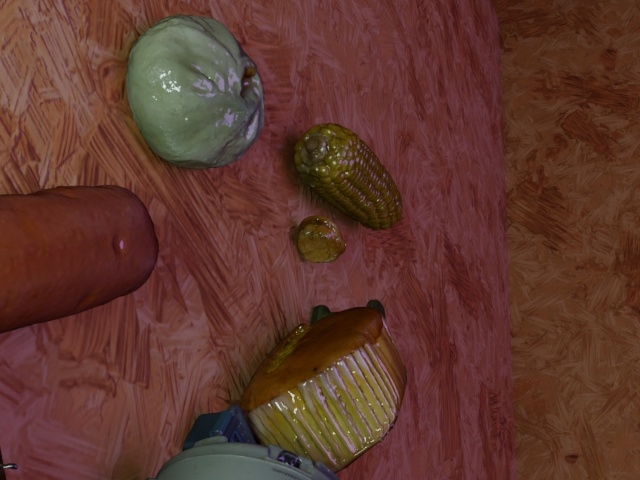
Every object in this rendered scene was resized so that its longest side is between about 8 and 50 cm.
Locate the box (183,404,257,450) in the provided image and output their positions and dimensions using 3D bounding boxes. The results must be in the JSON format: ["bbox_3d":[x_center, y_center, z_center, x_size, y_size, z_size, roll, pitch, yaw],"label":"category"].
[{"bbox_3d":[-0.116,0.250,0.964,0.074,0.054,0.099,-59,136,-53],"label":"box"}]

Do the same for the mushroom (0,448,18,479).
[{"bbox_3d":[-0.289,0.158,0.448,0.297,0.163,0.278,56,34,-49],"label":"mushroom"}]

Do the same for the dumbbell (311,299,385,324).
[{"bbox_3d":[0.044,0.123,1.294,0.046,0.117,0.052,52,40,-45],"label":"dumbbell"}]

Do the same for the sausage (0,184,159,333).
[{"bbox_3d":[-0.232,0.011,0.695,0.259,0.113,0.114,-14,96,-66],"label":"sausage"}]

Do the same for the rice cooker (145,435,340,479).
[{"bbox_3d":[-0.085,0.338,0.784,0.241,0.280,0.227,27,39,-9],"label":"rice cooker"}]

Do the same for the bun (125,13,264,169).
[{"bbox_3d":[-0.137,-0.178,0.966,0.195,0.118,0.196,20,67,-62],"label":"bun"}]

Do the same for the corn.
[{"bbox_3d":[0.058,-0.103,1.403,0.363,0.120,0.121,31,55,-64],"label":"corn"}]

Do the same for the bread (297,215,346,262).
[{"bbox_3d":[0.000,0.000,1.285,0.083,0.081,0.046,39,49,-13],"label":"bread"}]

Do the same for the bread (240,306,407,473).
[{"bbox_3d":[0.007,0.194,1.123,0.156,0.204,0.288,58,22,-3],"label":"bread"}]
